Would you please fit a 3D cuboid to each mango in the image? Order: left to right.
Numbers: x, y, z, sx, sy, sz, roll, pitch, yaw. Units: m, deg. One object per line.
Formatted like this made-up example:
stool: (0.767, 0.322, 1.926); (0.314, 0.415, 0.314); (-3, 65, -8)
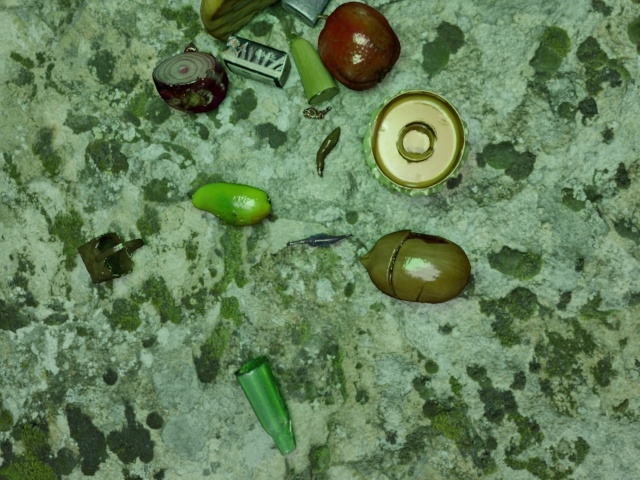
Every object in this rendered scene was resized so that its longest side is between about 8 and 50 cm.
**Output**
mango: (-0.253, -0.103, 1.305); (0.232, 0.111, 0.125); (3, 90, 6)

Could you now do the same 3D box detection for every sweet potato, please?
sweet potato: (0.016, -0.259, 1.305); (0.041, 0.038, 0.153); (28, 99, 25)

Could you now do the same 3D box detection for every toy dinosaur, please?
toy dinosaur: (0.000, 0.000, 1.305); (0.197, 0.080, 0.045); (-7, 91, 5)

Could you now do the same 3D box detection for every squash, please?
squash: (-0.039, -0.492, 1.275); (0.094, 0.094, 0.224); (-28, 85, 7)

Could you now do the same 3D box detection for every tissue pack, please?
tissue pack: (-0.174, -0.496, 1.268); (0.170, 0.103, 0.091); (21, 92, 3)
tissue pack: (-0.025, -0.691, 1.260); (0.112, 0.051, 0.156); (32, 95, -8)

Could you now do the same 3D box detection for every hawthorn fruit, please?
hawthorn fruit: (0.084, -0.525, 1.197); (0.205, 0.205, 0.253); (-43, 86, 7)

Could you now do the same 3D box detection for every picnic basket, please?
picnic basket: (-0.601, 0.040, 1.335); (0.178, 0.128, 0.138); (-22, 94, 16)

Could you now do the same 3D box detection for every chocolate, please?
chocolate: (-0.151, 0.498, 1.353); (0.110, 0.110, 0.291); (-23, 95, 6)

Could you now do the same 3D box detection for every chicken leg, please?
chicken leg: (-0.009, -0.366, 1.306); (0.083, 0.021, 0.036); (-1, 85, 4)

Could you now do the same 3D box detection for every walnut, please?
walnut: (0.252, 0.077, 1.234); (0.297, 0.203, 0.203); (3, 95, 16)

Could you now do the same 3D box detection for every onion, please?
onion: (-0.359, -0.461, 1.280); (0.195, 0.140, 0.218); (-17, 56, 5)

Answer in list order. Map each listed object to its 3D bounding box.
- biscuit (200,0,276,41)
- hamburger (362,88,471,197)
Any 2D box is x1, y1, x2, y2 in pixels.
biscuit: (-0.202, -0.646, 1.193); (0.274, 0.213, 0.091); (-27, 94, 13)
hamburger: (0.247, -0.250, 1.197); (0.274, 0.212, 0.275); (1, 96, 8)
